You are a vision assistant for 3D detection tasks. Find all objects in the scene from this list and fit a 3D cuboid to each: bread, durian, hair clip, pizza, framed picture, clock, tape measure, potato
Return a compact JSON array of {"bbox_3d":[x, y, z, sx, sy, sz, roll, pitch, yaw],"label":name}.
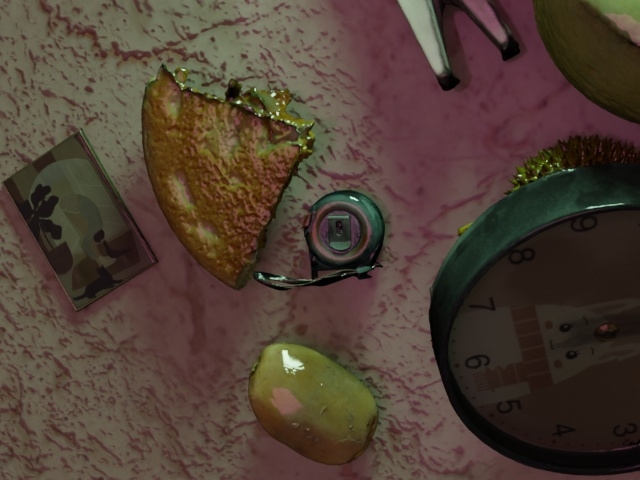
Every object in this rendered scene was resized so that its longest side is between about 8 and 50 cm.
[{"bbox_3d":[0.381,-0.265,1.247,0.321,0.237,0.320,0,89,-3],"label":"bread"},{"bbox_3d":[0.270,-0.028,1.347,0.237,0.137,0.193,2,123,-2],"label":"durian"},{"bbox_3d":[0.107,-0.336,1.390,0.101,0.085,0.330,-30,82,14],"label":"hair clip"},{"bbox_3d":[-0.101,-0.097,1.471,0.229,0.081,0.289,-24,91,22],"label":"pizza"},{"bbox_3d":[-0.317,-0.025,1.574,0.136,0.010,0.201,-31,89,16],"label":"framed picture"},{"bbox_3d":[0.309,0.098,1.302,0.386,0.076,0.386,1,124,1],"label":"clock"},{"bbox_3d":[0.003,0.000,1.416,0.104,0.180,0.107,-2,97,31],"label":"tape measure"},{"bbox_3d":[-0.010,0.202,1.471,0.178,0.118,0.109,36,139,-5],"label":"potato"}]
